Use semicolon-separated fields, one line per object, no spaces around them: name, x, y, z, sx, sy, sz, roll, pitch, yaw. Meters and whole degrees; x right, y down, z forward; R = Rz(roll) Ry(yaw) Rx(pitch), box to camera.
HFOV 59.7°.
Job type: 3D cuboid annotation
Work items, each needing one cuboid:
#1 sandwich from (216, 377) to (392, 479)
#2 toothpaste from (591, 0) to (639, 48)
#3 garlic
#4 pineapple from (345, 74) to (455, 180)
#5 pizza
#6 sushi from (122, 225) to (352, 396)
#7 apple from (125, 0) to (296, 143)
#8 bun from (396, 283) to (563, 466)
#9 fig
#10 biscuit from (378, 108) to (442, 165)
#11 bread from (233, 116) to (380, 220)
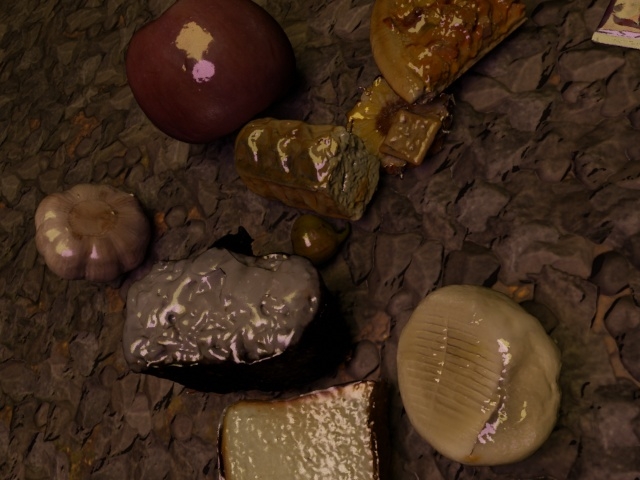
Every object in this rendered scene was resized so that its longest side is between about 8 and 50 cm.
sandwich;-0.015;0.360;0.776;0.271;0.099;0.301;-15;72;26
toothpaste;0.502;-0.410;0.826;0.096;0.061;0.266;23;90;31
garlic;-0.457;0.001;1.127;0.212;0.219;0.218;131;135;-54
pineapple;0.132;-0.195;0.944;0.221;0.047;0.221;-11;67;28
pizza;0.160;-0.361;0.929;0.268;0.087;0.258;-43;54;-9
sushi;-0.129;0.118;0.877;0.349;0.207;0.234;-4;59;21
apple;-0.200;-0.321;1.018;0.306;0.235;0.305;-28;21;12
bun;0.209;0.172;0.718;0.229;0.145;0.229;-17;69;55
fig;0.000;0.000;0.925;0.098;0.082;0.084;-3;39;7
biscuit;0.142;-0.165;0.887;0.083;0.018;0.081;28;89;35
bread;-0.040;-0.129;0.947;0.268;0.130;0.152;18;116;40
